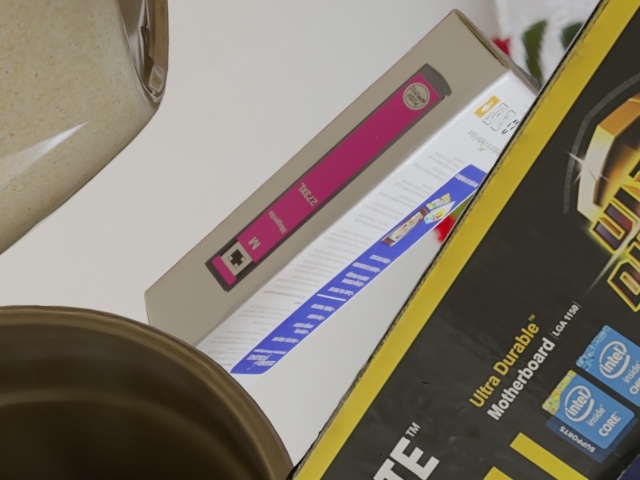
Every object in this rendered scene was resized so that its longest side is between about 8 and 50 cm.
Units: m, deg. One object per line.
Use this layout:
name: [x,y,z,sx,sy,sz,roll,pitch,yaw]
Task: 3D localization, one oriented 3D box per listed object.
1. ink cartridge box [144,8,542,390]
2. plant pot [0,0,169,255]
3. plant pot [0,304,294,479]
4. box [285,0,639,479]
ink cartridge box: [0.000,0.000,1.004,0.069,0.371,0.175,50,-169,17]
plant pot: [-0.155,-0.098,0.466,0.284,0.190,0.284,-6,-90,-87]
plant pot: [-0.131,0.238,0.670,0.323,0.323,0.280,48,164,41]
box: [0.113,-0.028,0.480,0.079,0.322,0.257,36,126,6]
